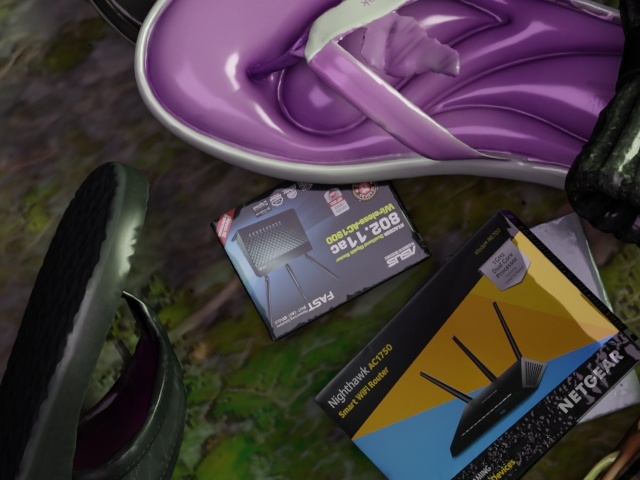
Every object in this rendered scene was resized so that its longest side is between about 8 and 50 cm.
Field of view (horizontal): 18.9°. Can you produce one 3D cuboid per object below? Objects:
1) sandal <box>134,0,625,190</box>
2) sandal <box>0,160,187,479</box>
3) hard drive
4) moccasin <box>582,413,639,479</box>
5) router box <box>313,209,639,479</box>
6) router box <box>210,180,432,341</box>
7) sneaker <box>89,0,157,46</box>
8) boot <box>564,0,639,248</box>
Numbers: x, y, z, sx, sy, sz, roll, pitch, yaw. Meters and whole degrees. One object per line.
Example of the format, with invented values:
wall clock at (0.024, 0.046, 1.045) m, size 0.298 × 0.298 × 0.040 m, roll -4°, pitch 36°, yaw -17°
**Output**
sandal at (0.090, -0.119, 1.236) m, size 0.416 × 0.102 × 0.169 m, roll 6°, pitch 76°, yaw -4°
sandal at (-0.164, 0.170, 1.247) m, size 0.107 × 0.167 × 0.445 m, roll 14°, pitch 92°, yaw -21°
hard drive at (0.149, 0.059, 1.285) m, size 0.094 × 0.022 × 0.135 m, roll -20°, pitch 86°, yaw 3°
moccasin at (0.251, 0.137, 1.213) m, size 0.380 × 0.147 × 0.139 m, roll -40°, pitch 86°, yaw 1°
router box at (0.104, 0.088, 1.252) m, size 0.133 × 0.046 × 0.179 m, roll 45°, pitch 103°, yaw 10°
router box at (0.000, 0.000, 1.288) m, size 0.122 × 0.038 × 0.092 m, roll -29°, pitch 87°, yaw 2°
sneaker at (-0.146, -0.220, 1.266) m, size 0.083 × 0.118 × 0.222 m, roll -31°, pitch 86°, yaw 1°
boot at (0.193, -0.139, 1.160) m, size 0.348 × 0.131 × 0.260 m, roll 26°, pitch 87°, yaw 11°
